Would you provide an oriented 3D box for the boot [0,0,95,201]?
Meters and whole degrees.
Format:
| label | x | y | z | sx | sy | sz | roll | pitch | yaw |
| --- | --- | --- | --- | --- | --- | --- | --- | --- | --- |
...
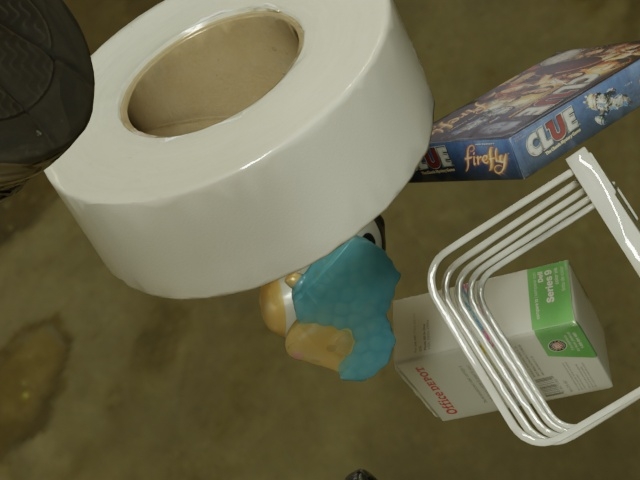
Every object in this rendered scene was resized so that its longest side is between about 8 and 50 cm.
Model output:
| label | x | y | z | sx | sy | sz | roll | pitch | yaw |
| --- | --- | --- | --- | --- | --- | --- | --- | --- | --- |
| boot | -0.312 | -0.027 | 0.604 | 0.284 | 0.377 | 0.138 | -45 | 50 | 50 |

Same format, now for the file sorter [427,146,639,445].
| label | x | y | z | sx | sy | sz | roll | pitch | yaw |
| --- | --- | --- | --- | --- | --- | --- | --- | --- | --- |
| file sorter | 0.221 | 0.061 | 1.293 | 0.173 | 0.277 | 0.193 | -33 | 78 | 11 |

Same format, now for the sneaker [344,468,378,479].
| label | x | y | z | sx | sy | sz | roll | pitch | yaw |
| --- | --- | --- | --- | --- | --- | --- | --- | --- | --- |
| sneaker | 0.027 | 0.321 | 1.452 | 0.106 | 0.101 | 0.267 | -40 | 7 | 12 |

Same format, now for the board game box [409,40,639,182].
| label | x | y | z | sx | sy | sz | roll | pitch | yaw |
| --- | --- | --- | --- | --- | --- | --- | --- | --- | --- |
| board game box | 0.211 | -0.124 | 1.427 | 0.243 | 0.042 | 0.165 | -31 | 18 | -32 |

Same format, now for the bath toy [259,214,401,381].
| label | x | y | z | sx | sy | sz | roll | pitch | yaw |
| --- | --- | --- | --- | --- | --- | --- | --- | --- | --- |
| bath toy | 0.000 | 0.000 | 1.491 | 0.151 | 0.129 | 0.348 | -40 | 25 | 13 |

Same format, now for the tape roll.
| label | x | y | z | sx | sy | sz | roll | pitch | yaw |
| --- | --- | --- | --- | --- | --- | --- | --- | --- | --- |
| tape roll | -0.061 | -0.090 | 1.118 | 0.286 | 0.100 | 0.286 | -18 | 36 | 14 |

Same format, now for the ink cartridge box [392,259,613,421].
| label | x | y | z | sx | sy | sz | roll | pitch | yaw |
| --- | --- | --- | --- | --- | --- | --- | --- | --- | --- |
| ink cartridge box | 0.205 | 0.117 | 1.703 | 0.212 | 0.154 | 0.093 | -16 | 52 | 19 |
